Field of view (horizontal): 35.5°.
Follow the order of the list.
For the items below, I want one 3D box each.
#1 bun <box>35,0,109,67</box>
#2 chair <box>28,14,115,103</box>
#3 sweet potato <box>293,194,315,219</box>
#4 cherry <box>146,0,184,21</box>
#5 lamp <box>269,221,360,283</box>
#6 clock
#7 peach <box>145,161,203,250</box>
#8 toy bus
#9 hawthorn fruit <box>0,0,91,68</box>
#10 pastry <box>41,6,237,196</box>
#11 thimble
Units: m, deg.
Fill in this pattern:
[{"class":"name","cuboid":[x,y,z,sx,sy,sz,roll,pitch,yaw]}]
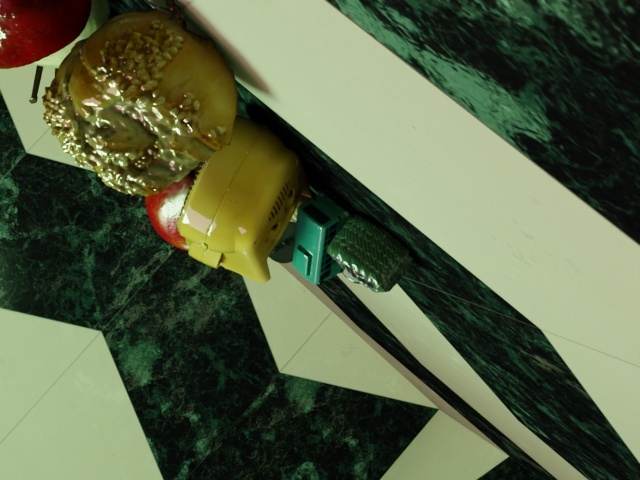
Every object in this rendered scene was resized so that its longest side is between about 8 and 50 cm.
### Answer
[{"class":"bun","cuboid":[-0.532,-0.438,1.693,0.361,0.213,0.361,40,171,8]},{"class":"chair","cuboid":[-0.453,-0.401,1.930,0.175,0.183,0.326,57,-153,-71]},{"class":"sweet potato","cuboid":[-0.021,-0.057,1.922,0.281,0.059,0.067,38,-176,31]},{"class":"cherry","cuboid":[-0.266,-0.351,1.303,0.107,0.090,0.225,25,176,25]},{"class":"lamp","cuboid":[0.001,0.014,2.372,0.371,0.108,0.130,2,130,57]},{"class":"clock","cuboid":[-0.133,-0.077,1.718,0.200,0.244,0.317,23,168,2]},{"class":"peach","cuboid":[-0.270,-0.101,2.200,0.248,0.245,0.274,44,179,39]},{"class":"toy bus","cuboid":[0.000,0.000,1.794,0.079,0.092,0.160,40,144,28]},{"class":"hawthorn fruit","cuboid":[-0.445,-0.390,1.387,0.265,0.265,0.307,41,156,6]},{"class":"pastry","cuboid":[-0.275,-0.191,1.475,0.255,0.311,0.162,49,-144,-15]},{"class":"thimble","cuboid":[0.085,0.025,1.717,0.135,0.090,0.118,37,175,19]}]
